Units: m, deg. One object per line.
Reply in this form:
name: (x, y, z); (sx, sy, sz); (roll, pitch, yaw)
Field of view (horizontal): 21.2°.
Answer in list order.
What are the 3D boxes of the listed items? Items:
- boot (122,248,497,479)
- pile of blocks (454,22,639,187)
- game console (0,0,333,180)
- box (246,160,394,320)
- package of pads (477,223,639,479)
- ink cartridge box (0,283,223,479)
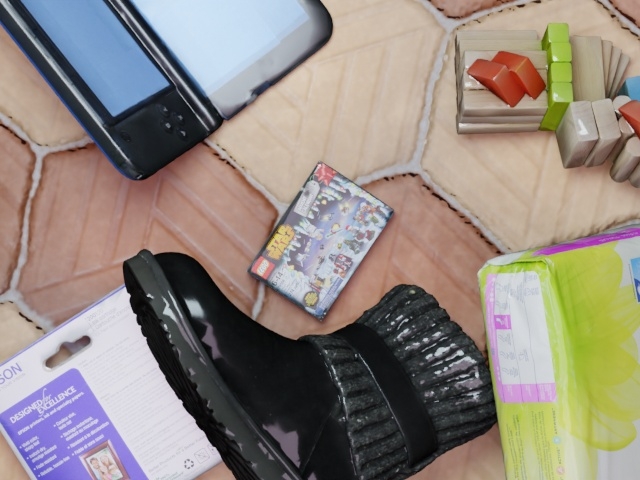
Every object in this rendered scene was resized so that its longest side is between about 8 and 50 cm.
boot: (-0.008, 0.103, 1.662); (0.260, 0.131, 0.348); (-36, 99, -17)
pile of blocks: (0.297, -0.132, 1.671); (0.362, 0.112, 0.149); (23, 74, 4)
game console: (-0.168, -0.244, 1.663); (0.173, 0.250, 0.293); (-37, 93, 28)
box: (0.000, 0.000, 1.744); (0.094, 0.027, 0.137); (33, 93, -1)
package of pads: (0.272, 0.144, 1.664); (0.229, 0.101, 0.296); (-11, 94, -40)
ink cartridge box: (-0.214, 0.174, 1.743); (0.206, 0.045, 0.208); (-32, 94, 2)
